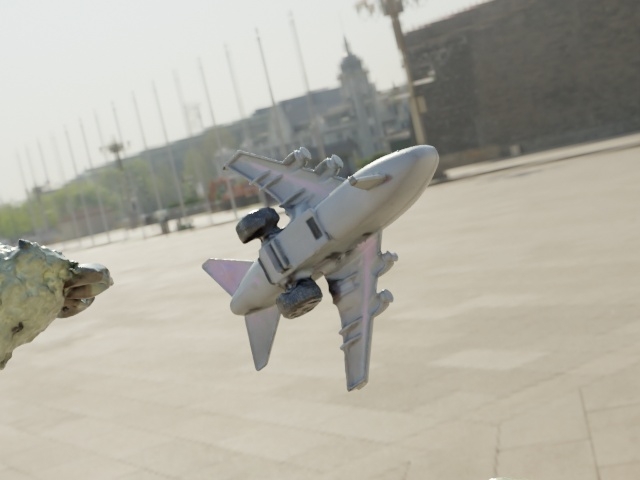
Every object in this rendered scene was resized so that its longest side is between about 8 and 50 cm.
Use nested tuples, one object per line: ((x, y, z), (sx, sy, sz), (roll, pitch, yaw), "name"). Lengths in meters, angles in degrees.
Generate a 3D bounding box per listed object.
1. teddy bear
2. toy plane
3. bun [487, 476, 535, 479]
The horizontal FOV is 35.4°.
((-0.471, 0.134, 1.240), (0.362, 0.375, 0.327), (27, -43, -22), "teddy bear")
((0.000, 0.000, 0.572), (0.066, 0.162, 0.171), (-10, -26, -48), "toy plane")
((0.142, 0.314, 0.888), (0.145, 0.229, 0.229), (21, 16, 19), "bun")
